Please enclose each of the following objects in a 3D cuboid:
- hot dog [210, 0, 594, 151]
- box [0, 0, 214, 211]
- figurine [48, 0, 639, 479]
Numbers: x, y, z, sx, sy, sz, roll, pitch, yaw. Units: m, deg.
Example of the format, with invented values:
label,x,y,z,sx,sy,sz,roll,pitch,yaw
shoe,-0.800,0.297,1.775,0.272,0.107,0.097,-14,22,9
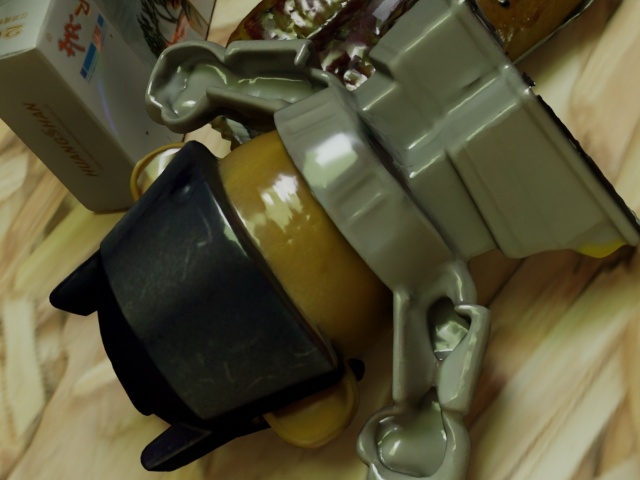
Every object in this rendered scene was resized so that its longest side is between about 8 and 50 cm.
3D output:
label,x,y,z,sx,sy,sz,roll,pitch,yaw
hot dog,0.049,-0.139,0.899,0.270,0.082,0.162,-36,43,3
box,-0.140,-0.155,0.980,0.067,0.149,0.233,-12,50,28
figurine,-0.002,-0.003,0.773,0.308,0.143,0.308,-17,49,21
